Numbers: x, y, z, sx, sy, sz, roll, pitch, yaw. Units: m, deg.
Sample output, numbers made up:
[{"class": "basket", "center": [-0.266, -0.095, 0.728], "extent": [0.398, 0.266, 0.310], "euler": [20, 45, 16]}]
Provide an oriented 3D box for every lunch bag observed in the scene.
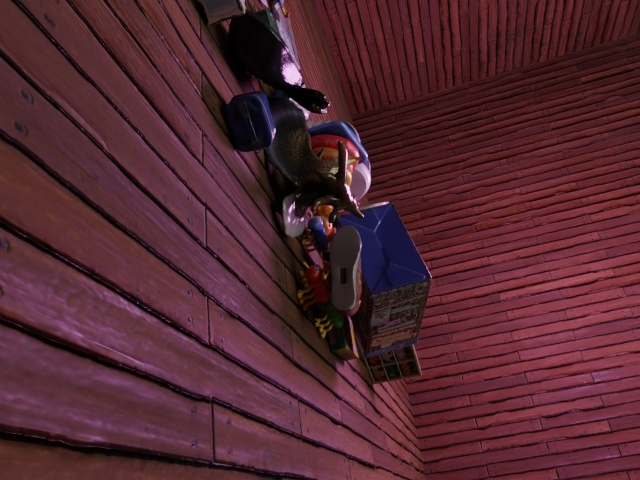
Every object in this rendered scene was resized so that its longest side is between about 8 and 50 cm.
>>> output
[{"class": "lunch bag", "center": [-0.116, -0.193, 0.874], "extent": [0.065, 0.067, 0.098], "euler": [-83, 158, -63]}]

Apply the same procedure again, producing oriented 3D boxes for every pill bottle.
[{"class": "pill bottle", "center": [0.109, -0.237, 1.937], "extent": [0.264, 0.153, 0.153], "euler": [-77, 152, -69]}]

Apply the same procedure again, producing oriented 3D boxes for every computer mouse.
[{"class": "computer mouse", "center": [-0.100, -0.337, 1.032], "extent": [0.189, 0.072, 0.272], "euler": [35, -2, 23]}]

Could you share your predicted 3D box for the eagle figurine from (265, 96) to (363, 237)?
[{"class": "eagle figurine", "center": [-0.022, -0.149, 1.121], "extent": [0.298, 0.225, 0.226], "euler": [42, -62, 43]}]

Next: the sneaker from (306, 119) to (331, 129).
[{"class": "sneaker", "center": [0.014, -0.268, 1.552], "extent": [0.090, 0.115, 0.232], "euler": [54, 24, -65]}]

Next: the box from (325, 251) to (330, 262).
[{"class": "box", "center": [0.106, 0.078, 1.465], "extent": [0.044, 0.159, 0.232], "euler": [161, -84, -74]}]

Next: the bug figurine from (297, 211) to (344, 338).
[{"class": "bug figurine", "center": [0.007, 0.075, 1.175], "extent": [0.279, 0.072, 0.216], "euler": [-90, 163, -56]}]

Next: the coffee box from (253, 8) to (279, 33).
[{"class": "coffee box", "center": [-0.118, -0.482, 1.332], "extent": [0.113, 0.041, 0.184], "euler": [-77, 152, -70]}]

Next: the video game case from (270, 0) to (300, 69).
[{"class": "video game case", "center": [-0.117, -0.676, 1.659], "extent": [0.193, 0.023, 0.212], "euler": [46, 31, -71]}]

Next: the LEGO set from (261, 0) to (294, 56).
[{"class": "LEGO set", "center": [-0.118, -0.660, 1.478], "extent": [0.182, 0.060, 0.244], "euler": [-11, 85, -74]}]

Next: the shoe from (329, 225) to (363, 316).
[{"class": "shoe", "center": [0.053, 0.064, 1.069], "extent": [0.081, 0.064, 0.177], "euler": [62, 29, -68]}]

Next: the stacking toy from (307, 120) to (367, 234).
[{"class": "stacking toy", "center": [0.013, -0.137, 1.344], "extent": [0.175, 0.166, 0.301], "euler": [42, 43, -46]}]

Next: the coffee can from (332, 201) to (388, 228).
[{"class": "coffee can", "center": [0.144, 0.038, 1.608], "extent": [0.201, 0.202, 0.275], "euler": [-7, 82, -80]}]

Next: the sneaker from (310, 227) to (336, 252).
[{"class": "sneaker", "center": [0.000, 0.000, 1.358], "extent": [0.118, 0.067, 0.042], "euler": [123, -42, -61]}]

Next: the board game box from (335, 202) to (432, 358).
[{"class": "board game box", "center": [0.138, 0.100, 1.249], "extent": [0.291, 0.141, 0.232], "euler": [87, -14, -53]}]

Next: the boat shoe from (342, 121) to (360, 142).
[{"class": "boat shoe", "center": [0.113, -0.400, 2.266], "extent": [0.119, 0.121, 0.334], "euler": [69, 13, -57]}]

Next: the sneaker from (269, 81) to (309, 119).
[{"class": "sneaker", "center": [-0.065, -0.339, 1.308], "extent": [0.228, 0.088, 0.092], "euler": [-69, 146, -70]}]

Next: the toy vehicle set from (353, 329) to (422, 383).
[{"class": "toy vehicle set", "center": [0.218, 0.357, 1.682], "extent": [0.035, 0.166, 0.266], "euler": [-92, 164, -50]}]

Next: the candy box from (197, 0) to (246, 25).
[{"class": "candy box", "center": [-0.193, -0.494, 0.845], "extent": [0.159, 0.071, 0.233], "euler": [-94, 166, -45]}]

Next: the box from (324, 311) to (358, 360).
[{"class": "box", "center": [0.056, 0.238, 1.312], "extent": [0.179, 0.043, 0.105], "euler": [51, 26, -63]}]
